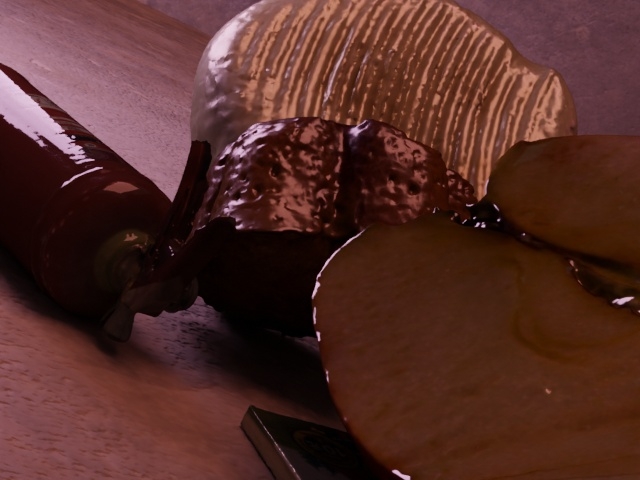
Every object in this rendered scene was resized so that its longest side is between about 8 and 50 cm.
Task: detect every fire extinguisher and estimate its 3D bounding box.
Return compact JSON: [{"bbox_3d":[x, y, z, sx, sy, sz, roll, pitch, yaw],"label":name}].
[{"bbox_3d":[-0.167,-0.041,0.959,0.106,0.147,0.337,12,16,-43],"label":"fire extinguisher"}]

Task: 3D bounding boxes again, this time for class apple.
[{"bbox_3d":[0.178,0.062,0.763,0.328,0.295,0.365,18,7,-39],"label":"apple"}]

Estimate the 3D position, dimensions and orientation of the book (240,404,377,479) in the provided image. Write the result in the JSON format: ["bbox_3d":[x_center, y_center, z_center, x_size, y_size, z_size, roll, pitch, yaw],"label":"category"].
[{"bbox_3d":[0.100,0.197,0.783,0.228,0.018,0.322,19,12,-29],"label":"book"}]

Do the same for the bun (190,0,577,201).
[{"bbox_3d":[0.047,-0.076,1.294,0.365,0.219,0.365,8,55,-11],"label":"bun"}]

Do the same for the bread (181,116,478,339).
[{"bbox_3d":[0.010,0.004,1.021,0.232,0.135,0.247,12,-17,-10],"label":"bread"}]
